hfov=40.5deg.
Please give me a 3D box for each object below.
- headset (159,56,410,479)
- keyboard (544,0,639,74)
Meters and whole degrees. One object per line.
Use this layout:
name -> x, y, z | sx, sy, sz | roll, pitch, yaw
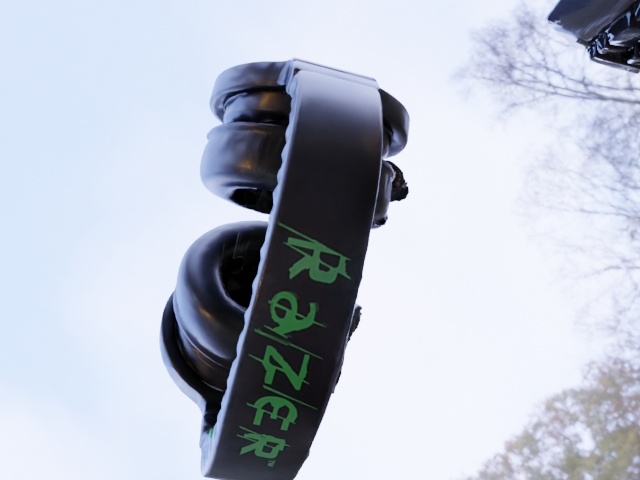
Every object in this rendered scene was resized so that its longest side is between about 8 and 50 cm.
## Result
headset -> 0.000, 0.000, 0.584 | 0.185, 0.394, 0.243 | 13, -71, -9
keyboard -> 0.193, -0.076, 0.224 | 0.201, 0.317, 0.033 | 13, -94, 0
